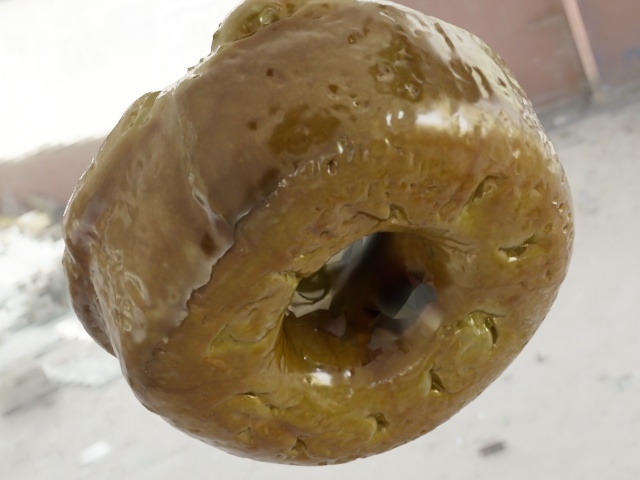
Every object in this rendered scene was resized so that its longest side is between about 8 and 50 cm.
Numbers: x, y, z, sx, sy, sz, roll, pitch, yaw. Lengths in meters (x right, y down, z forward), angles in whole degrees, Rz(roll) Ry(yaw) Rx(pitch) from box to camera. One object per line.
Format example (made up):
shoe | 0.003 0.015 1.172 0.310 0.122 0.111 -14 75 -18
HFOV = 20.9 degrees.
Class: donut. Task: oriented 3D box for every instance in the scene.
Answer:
donut | 0.002 0.000 0.763 0.226 0.226 0.114 -24 47 -6
